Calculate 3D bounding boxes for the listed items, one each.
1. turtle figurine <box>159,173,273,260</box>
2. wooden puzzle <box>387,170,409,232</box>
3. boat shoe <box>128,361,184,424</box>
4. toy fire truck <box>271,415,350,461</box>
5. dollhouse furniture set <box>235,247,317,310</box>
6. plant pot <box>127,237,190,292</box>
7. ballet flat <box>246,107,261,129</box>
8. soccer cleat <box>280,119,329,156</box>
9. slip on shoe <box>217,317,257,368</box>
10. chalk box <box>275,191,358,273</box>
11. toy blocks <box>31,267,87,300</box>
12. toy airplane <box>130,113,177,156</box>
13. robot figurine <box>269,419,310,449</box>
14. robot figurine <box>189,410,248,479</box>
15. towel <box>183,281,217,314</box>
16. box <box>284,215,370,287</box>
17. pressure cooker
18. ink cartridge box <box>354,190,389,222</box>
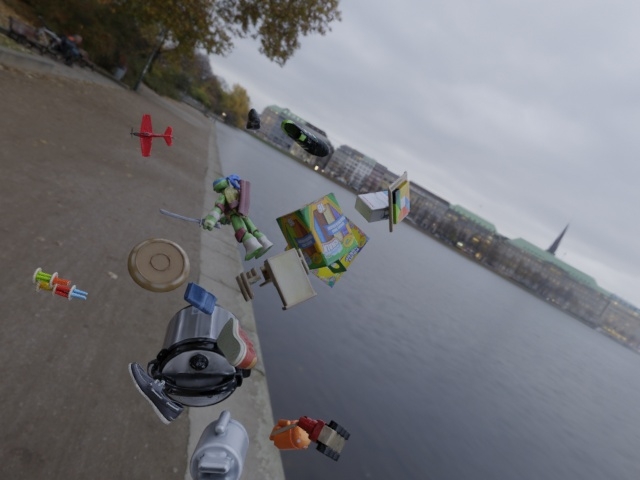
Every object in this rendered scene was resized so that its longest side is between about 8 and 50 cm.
[{"bbox_3d":[-0.295,-0.040,1.383,0.266,0.275,0.198,51,-20,7],"label":"turtle figurine"},{"bbox_3d":[0.369,-0.181,2.071,0.044,0.221,0.239,9,32,27],"label":"wooden puzzle"},{"bbox_3d":[-0.462,0.419,1.263,0.206,0.065,0.075,59,-8,-8],"label":"boat shoe"},{"bbox_3d":[-0.037,0.748,1.734,0.246,0.158,0.217,21,-23,27],"label":"toy fire truck"},{"bbox_3d":[-0.128,0.138,1.444,0.161,0.212,0.242,66,-24,4],"label":"dollhouse furniture set"},{"bbox_3d":[-0.630,0.089,1.759,0.236,0.032,0.236,14,57,-24],"label":"plant pot"},{"bbox_3d":[-0.257,-0.462,1.731,0.057,0.049,0.173,-4,-2,-14],"label":"ballet flat"},{"bbox_3d":[-0.048,-0.316,1.407,0.179,0.060,0.072,31,13,-15],"label":"soccer cleat"},{"bbox_3d":[-0.329,0.407,1.764,0.101,0.123,0.331,37,-2,-27],"label":"slip on shoe"},{"bbox_3d":[0.000,0.000,1.663,0.180,0.179,0.289,-18,-80,53],"label":"chalk box"},{"bbox_3d":[-0.837,0.148,1.445,0.148,0.123,0.054,18,55,-14],"label":"toy blocks"},{"bbox_3d":[-0.570,-0.357,1.530,0.151,0.151,0.028,27,-13,-17],"label":"toy airplane"},{"bbox_3d":[-0.133,0.909,2.091,0.128,0.219,0.158,10,66,-59],"label":"robot figurine"},{"bbox_3d":[-0.393,0.838,1.767,0.200,0.300,0.353,8,3,-3],"label":"robot figurine"},{"bbox_3d":[-0.380,0.185,1.415,0.029,0.067,0.119,-9,-38,31],"label":"towel"},{"bbox_3d":[0.024,0.017,2.100,0.177,0.290,0.279,40,-3,-32],"label":"box"},{"bbox_3d":[-0.536,0.527,1.997,0.375,0.370,0.420,50,9,-27],"label":"pressure cooker"},{"bbox_3d":[0.284,-0.167,2.180,0.191,0.082,0.139,-12,42,-27],"label":"ink cartridge box"}]
